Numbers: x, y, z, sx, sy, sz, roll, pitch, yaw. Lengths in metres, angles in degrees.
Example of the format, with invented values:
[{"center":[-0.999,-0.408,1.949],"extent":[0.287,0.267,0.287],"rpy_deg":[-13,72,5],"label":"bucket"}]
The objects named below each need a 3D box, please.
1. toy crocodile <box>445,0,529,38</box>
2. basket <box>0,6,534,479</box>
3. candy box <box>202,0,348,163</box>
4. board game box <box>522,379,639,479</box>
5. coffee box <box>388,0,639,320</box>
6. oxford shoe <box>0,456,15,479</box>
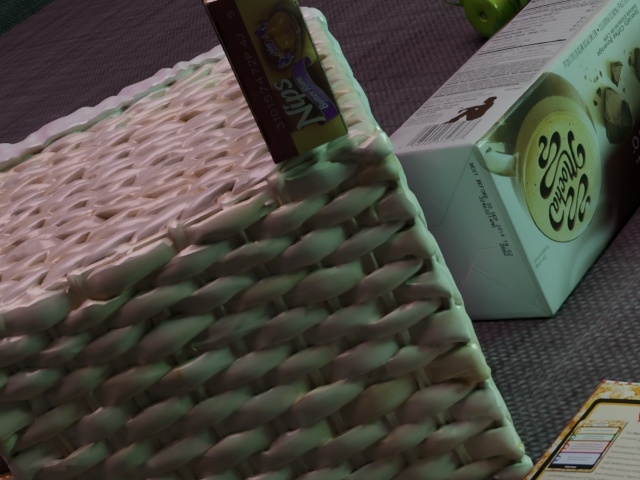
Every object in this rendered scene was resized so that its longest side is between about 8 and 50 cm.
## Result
[{"center":[0.258,-0.295,1.803],"extent":[0.115,0.105,0.340],"rpy_deg":[-35,32,-21],"label":"toy crocodile"},{"center":[-0.067,0.070,1.084],"extent":[0.331,0.328,0.266],"rpy_deg":[-25,24,1],"label":"basket"},{"center":[-0.040,-0.133,0.956],"extent":[0.053,0.109,0.186],"rpy_deg":[-22,28,0],"label":"candy box"},{"center":[0.192,0.162,0.957],"extent":[0.147,0.045,0.193],"rpy_deg":[-2,33,48],"label":"board game box"},{"center":[0.191,-0.083,1.350],"extent":[0.119,0.168,0.297],"rpy_deg":[-5,29,43],"label":"coffee box"},{"center":[-0.189,0.120,1.367],"extent":[0.364,0.132,0.130],"rpy_deg":[-25,21,4],"label":"oxford shoe"}]
